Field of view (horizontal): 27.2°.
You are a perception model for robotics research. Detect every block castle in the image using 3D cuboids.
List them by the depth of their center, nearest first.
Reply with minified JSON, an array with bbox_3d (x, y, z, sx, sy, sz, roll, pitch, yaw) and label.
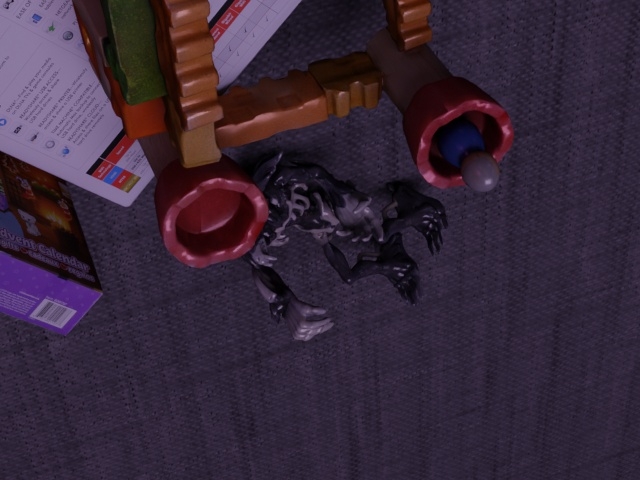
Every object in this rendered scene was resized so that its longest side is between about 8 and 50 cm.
[{"bbox_3d":[-0.016,-0.205,0.930,0.303,0.213,0.453,-18,135,-13],"label":"block castle"}]

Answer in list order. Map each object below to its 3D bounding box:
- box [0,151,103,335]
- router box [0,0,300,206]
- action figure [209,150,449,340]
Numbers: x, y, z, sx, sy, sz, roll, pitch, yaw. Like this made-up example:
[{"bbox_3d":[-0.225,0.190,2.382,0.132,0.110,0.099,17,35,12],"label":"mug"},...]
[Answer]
[{"bbox_3d":[-0.321,-0.053,1.041,0.293,0.201,0.057,27,115,-41],"label":"box"},{"bbox_3d":[-0.179,-0.218,1.048,0.301,0.082,0.335,27,114,-41],"label":"router box"},{"bbox_3d":[0.000,0.000,1.299,0.275,0.141,0.164,4,129,-34],"label":"action figure"}]
